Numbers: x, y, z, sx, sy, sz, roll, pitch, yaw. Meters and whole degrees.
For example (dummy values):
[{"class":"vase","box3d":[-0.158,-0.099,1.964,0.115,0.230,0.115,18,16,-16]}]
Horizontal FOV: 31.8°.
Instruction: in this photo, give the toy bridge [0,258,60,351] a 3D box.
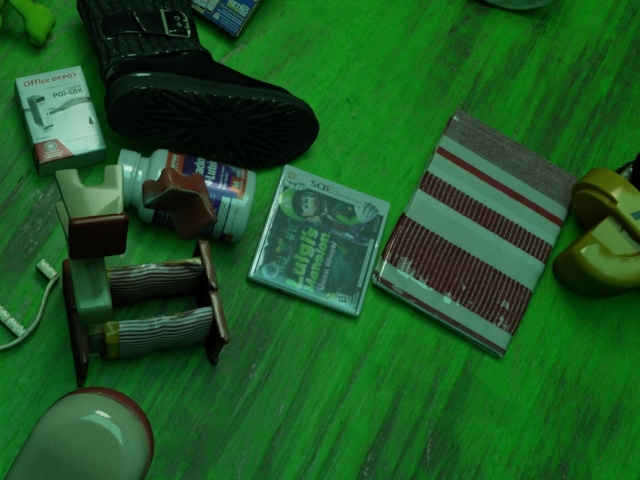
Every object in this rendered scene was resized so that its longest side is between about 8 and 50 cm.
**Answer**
[{"class":"toy bridge","box3d":[-0.419,0.110,1.506,0.063,0.026,0.188,43,67,1]}]

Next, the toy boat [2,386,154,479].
[{"class":"toy boat","box3d":[-0.298,0.283,1.420,0.151,0.151,0.231,32,109,-2]}]

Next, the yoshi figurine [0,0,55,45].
[{"class":"yoshi figurine","box3d":[-0.474,-0.386,1.612,0.203,0.203,0.362,29,78,40]}]

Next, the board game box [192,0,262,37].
[{"class":"board game box","box3d":[-0.134,-0.429,1.693,0.147,0.045,0.193,34,107,-2]}]

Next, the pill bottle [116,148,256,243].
[{"class":"pill bottle","box3d":[-0.195,-0.068,1.580,0.193,0.108,0.108,13,69,-10]}]

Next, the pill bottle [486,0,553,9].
[{"class":"pill bottle","box3d":[0.337,-0.550,1.852,0.169,0.169,0.301,14,69,-10]}]

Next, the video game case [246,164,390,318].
[{"class":"video game case","box3d":[0.000,0.000,1.654,0.173,0.022,0.190,20,68,-7]}]

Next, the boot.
[{"class":"boot","box3d":[-0.176,-0.257,1.641,0.348,0.131,0.260,12,43,-34]}]

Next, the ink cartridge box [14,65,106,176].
[{"class":"ink cartridge box","box3d":[-0.371,-0.171,1.597,0.099,0.056,0.135,-16,77,-18]}]

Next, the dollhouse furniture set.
[{"class":"dollhouse furniture set","box3d":[-0.215,0.048,1.395,0.201,0.374,0.152,-8,70,-15]}]

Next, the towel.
[{"class":"towel","box3d":[0.241,-0.015,1.717,0.237,0.037,0.329,30,69,-5]}]

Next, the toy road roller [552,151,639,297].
[{"class":"toy road roller","box3d":[0.507,0.026,1.691,0.240,0.202,0.329,-40,84,-8]}]
